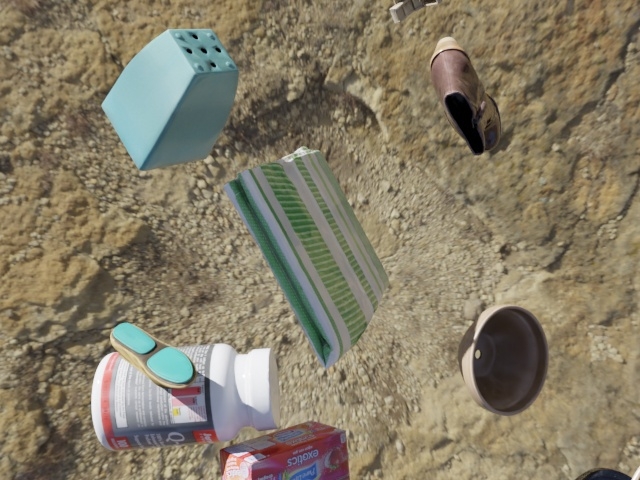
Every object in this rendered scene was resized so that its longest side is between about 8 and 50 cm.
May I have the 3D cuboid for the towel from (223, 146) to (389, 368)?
[{"bbox_3d":[0.000,0.000,0.823,0.038,0.325,0.247,-28,95,18],"label":"towel"}]

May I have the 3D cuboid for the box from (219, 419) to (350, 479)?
[{"bbox_3d":[-0.073,0.485,1.371,0.257,0.128,0.122,-6,93,-39],"label":"box"}]

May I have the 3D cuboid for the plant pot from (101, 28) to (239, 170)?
[{"bbox_3d":[-0.267,-0.275,1.204,0.234,0.165,0.165,-42,75,42],"label":"plant pot"}]

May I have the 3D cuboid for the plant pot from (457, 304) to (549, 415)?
[{"bbox_3d":[0.383,0.259,1.413,0.237,0.110,0.237,2,86,-31],"label":"plant pot"}]

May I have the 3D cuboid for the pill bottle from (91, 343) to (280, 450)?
[{"bbox_3d":[-0.278,0.331,1.370,0.363,0.210,0.210,-5,85,2],"label":"pill bottle"}]

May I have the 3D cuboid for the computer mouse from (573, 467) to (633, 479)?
[{"bbox_3d":[0.392,0.436,1.046,0.184,0.060,0.262,22,120,13],"label":"computer mouse"}]

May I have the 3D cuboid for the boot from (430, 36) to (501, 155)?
[{"bbox_3d":[0.247,-0.199,1.068,0.090,0.206,0.248,-19,129,22],"label":"boot"}]

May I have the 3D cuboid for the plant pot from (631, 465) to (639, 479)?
[{"bbox_3d":[0.389,0.291,0.619,0.167,0.165,0.166,-13,56,20],"label":"plant pot"}]

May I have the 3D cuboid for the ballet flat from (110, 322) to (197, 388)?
[{"bbox_3d":[-0.314,0.233,1.226,0.232,0.073,0.080,27,43,35],"label":"ballet flat"}]

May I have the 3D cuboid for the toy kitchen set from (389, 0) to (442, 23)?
[{"bbox_3d":[0.194,-0.512,1.346,0.083,0.075,0.068,-44,123,-25],"label":"toy kitchen set"}]
